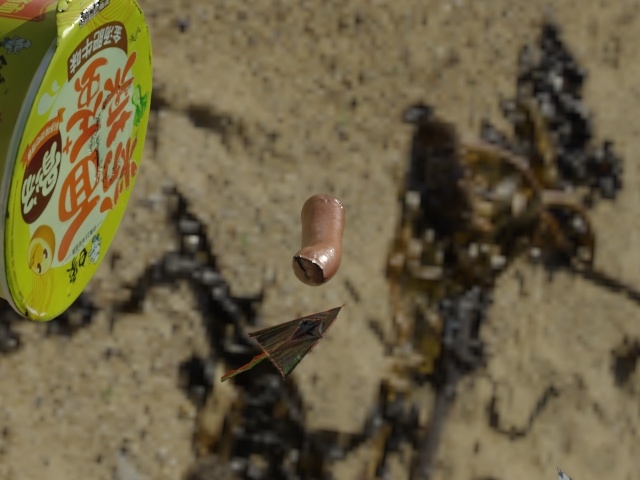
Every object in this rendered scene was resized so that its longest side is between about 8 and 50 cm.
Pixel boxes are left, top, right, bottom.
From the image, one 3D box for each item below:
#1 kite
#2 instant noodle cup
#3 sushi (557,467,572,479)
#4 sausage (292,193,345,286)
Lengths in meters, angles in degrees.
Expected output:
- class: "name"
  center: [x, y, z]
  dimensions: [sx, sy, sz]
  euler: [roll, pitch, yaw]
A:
- class: "kite"
  center: [-0.041, 0.111, 1.972]
  dimensions: [0.010, 0.159, 0.190]
  euler: [58, -7, -16]
- class: "instant noodle cup"
  center: [-0.309, -0.103, 1.628]
  dimensions: [0.311, 0.221, 0.311]
  euler: [16, 90, -78]
- class: "sushi"
  center: [0.347, 0.423, 1.718]
  dimensions: [0.359, 0.064, 0.343]
  euler: [40, 37, -45]
- class: "sausage"
  center: [-0.001, 0.000, 1.638]
  dimensions: [0.177, 0.040, 0.047]
  euler: [-81, 156, -68]
